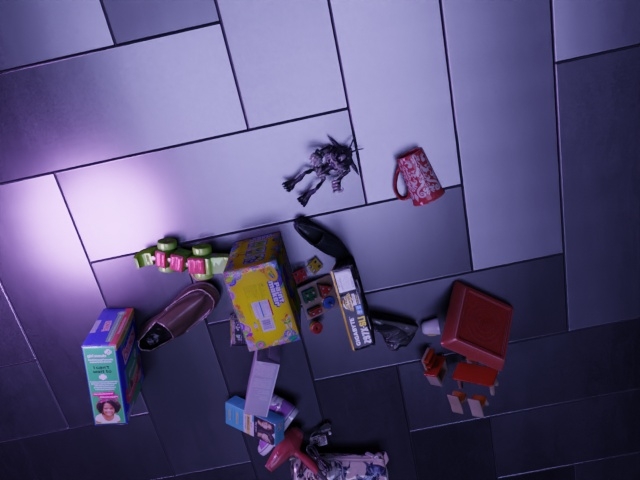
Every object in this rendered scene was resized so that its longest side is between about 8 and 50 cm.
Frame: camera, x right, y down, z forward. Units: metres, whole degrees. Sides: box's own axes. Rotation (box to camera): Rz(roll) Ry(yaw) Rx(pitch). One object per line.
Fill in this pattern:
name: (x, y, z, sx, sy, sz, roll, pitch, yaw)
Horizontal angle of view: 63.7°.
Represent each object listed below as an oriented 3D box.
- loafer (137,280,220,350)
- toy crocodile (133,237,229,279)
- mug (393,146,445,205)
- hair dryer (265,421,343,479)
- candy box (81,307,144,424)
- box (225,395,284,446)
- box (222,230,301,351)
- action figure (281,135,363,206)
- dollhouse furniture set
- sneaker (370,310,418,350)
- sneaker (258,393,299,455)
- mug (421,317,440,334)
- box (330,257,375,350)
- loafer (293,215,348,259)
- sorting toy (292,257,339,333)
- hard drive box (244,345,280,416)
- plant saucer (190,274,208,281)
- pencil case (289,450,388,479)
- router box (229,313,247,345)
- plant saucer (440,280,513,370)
loafer: (-0.510, 0.291, 1.846, 0.366, 0.130, 0.134, -39, 107, 12)
toy crocodile: (-0.468, 0.069, 1.764, 0.341, 0.105, 0.115, 8, 110, 9)
mug: (0.310, -0.205, 1.703, 0.150, 0.113, 0.169, -25, 106, 5)
hair dryer: (-0.073, 0.832, 2.003, 0.294, 0.223, 0.080, -12, 141, -3)
candy box: (-0.724, 0.436, 1.820, 0.122, 0.268, 0.316, -3, 111, -5)
box: (-0.252, 0.687, 1.969, 0.245, 0.060, 0.100, 12, 109, 30)
box: (-0.186, 0.161, 1.730, 0.177, 0.279, 0.289, -14, 110, 3)
action figure: (0.018, -0.223, 1.672, 0.276, 0.141, 0.164, -38, 105, 15)
dollhouse furniture set: (0.515, 0.481, 1.890, 0.259, 0.262, 0.135, 0, 128, 37)
sneaker: (0.239, 0.340, 1.910, 0.228, 0.087, 0.130, 16, 103, -13)
sneaker: (-0.210, 0.718, 2.045, 0.161, 0.102, 0.282, 33, 112, 7)
mug: (0.413, 0.332, 1.929, 0.064, 0.062, 0.078, -10, 104, 10)
box: (0.109, 0.197, 1.696, 0.080, 0.322, 0.256, -18, 91, 5)
loafer: (0.000, 0.000, 1.782, 0.223, 0.078, 0.076, 36, 106, -13)
sorting toy: (-0.005, 0.201, 1.850, 0.133, 0.046, 0.274, -23, 110, -17)
hard drive box: (-0.214, 0.497, 1.905, 0.089, 0.181, 0.232, 12, 110, -7)
plant saucer: (-0.428, 0.113, 1.845, 0.084, 0.015, 0.083, 0, 110, -1)
pencil case: (0.071, 0.933, 2.085, 0.411, 0.160, 0.183, 2, 98, -3)
router box: (-0.290, 0.333, 1.917, 0.092, 0.038, 0.122, 1, 110, -3)
plant saucer: (0.575, 0.299, 1.841, 0.259, 0.048, 0.258, 24, 66, -10)
